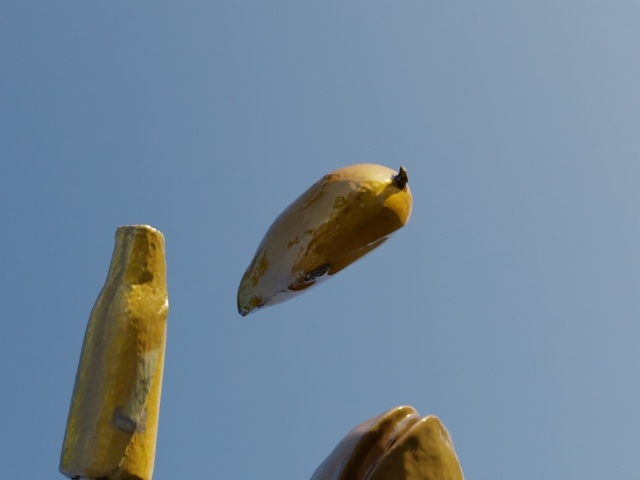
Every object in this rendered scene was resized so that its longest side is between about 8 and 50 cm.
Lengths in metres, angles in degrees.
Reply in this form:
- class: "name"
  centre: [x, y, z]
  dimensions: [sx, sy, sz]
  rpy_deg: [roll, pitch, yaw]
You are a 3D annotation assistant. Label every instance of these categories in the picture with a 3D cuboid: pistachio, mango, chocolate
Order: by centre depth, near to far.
- class: "mango"
  centre: [0.000, 0.000, 1.276]
  dimensions: [0.187, 0.066, 0.101]
  rpy_deg: [-42, -9, 40]
- class: "chocolate"
  centre: [-0.165, 0.093, 1.437]
  dimensions: [0.085, 0.085, 0.219]
  rpy_deg: [20, -108, -51]
- class: "pistachio"
  centre: [0.044, 0.260, 1.444]
  dimensions: [0.213, 0.162, 0.261]
  rpy_deg: [-52, -35, -39]
